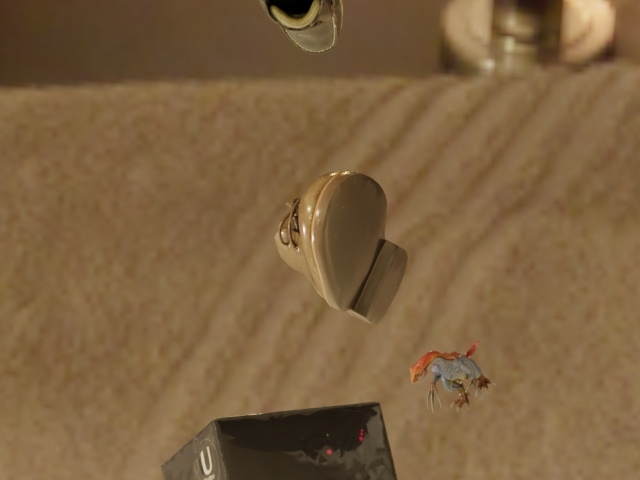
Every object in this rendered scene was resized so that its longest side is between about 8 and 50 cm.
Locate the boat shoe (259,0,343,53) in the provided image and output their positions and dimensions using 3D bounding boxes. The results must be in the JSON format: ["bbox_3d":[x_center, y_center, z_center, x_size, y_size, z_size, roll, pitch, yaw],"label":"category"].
[{"bbox_3d":[-0.027,-0.243,1.944,0.223,0.080,0.073,68,-163,-59],"label":"boat shoe"}]

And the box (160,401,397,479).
[{"bbox_3d":[-0.017,0.291,1.673,0.143,0.165,0.270,-45,54,56],"label":"box"}]

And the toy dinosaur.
[{"bbox_3d":[0.093,0.097,1.465,0.082,0.047,0.090,46,-160,-40],"label":"toy dinosaur"}]

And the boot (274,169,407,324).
[{"bbox_3d":[0.000,0.000,1.808,0.112,0.115,0.305,-62,-14,-11],"label":"boot"}]
